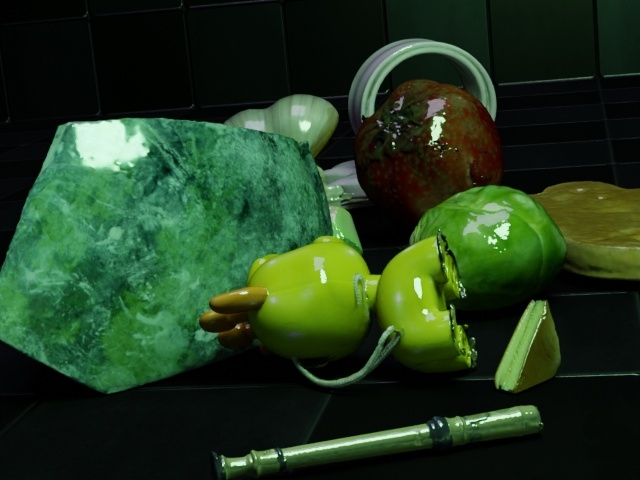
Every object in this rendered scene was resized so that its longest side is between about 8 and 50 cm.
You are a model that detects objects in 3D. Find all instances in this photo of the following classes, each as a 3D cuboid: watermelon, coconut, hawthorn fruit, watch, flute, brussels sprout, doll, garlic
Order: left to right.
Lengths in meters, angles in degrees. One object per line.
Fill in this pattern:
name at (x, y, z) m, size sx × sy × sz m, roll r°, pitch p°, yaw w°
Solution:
watermelon at (-0.170, 0.009, 1.249) m, size 0.387 × 0.229 × 0.258 m, roll -9°, pitch 2°, yaw -44°
garlic at (-0.017, -0.057, 1.657) m, size 0.256 × 0.207 × 0.207 m, roll 23°, pitch -3°, yaw -28°
coconut at (0.000, 0.000, 1.471) m, size 0.082 × 0.081 × 0.083 m, roll -10°, pitch -32°, yaw -20°
doll at (0.012, 0.062, 1.112) m, size 0.220 × 0.135 × 0.143 m, roll -9°, pitch -21°, yaw 12°
flute at (0.041, 0.138, 0.917) m, size 0.233 × 0.027 × 0.027 m, roll -8°, pitch 12°, yaw -11°
watch at (0.116, -0.169, 1.885) m, size 0.248 × 0.218 × 0.211 m, roll -6°, pitch 11°, yaw -7°
hawthorn fruit at (0.152, -0.085, 1.616) m, size 0.235 × 0.181 × 0.181 m, roll 31°, pitch -14°, yaw -37°
brussels sprout at (0.157, 0.006, 1.276) m, size 0.155 × 0.118 × 0.155 m, roll -2°, pitch 21°, yaw 1°

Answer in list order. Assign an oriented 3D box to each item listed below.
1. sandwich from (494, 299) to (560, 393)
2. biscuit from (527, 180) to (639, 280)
sandwich at (0.167, 0.091, 1.058) m, size 0.031 × 0.044 × 0.083 m, roll 2°, pitch 56°, yaw 50°
biscuit at (0.311, -0.008, 1.430) m, size 0.275 × 0.052 × 0.355 m, roll -12°, pitch 15°, yaw -26°
